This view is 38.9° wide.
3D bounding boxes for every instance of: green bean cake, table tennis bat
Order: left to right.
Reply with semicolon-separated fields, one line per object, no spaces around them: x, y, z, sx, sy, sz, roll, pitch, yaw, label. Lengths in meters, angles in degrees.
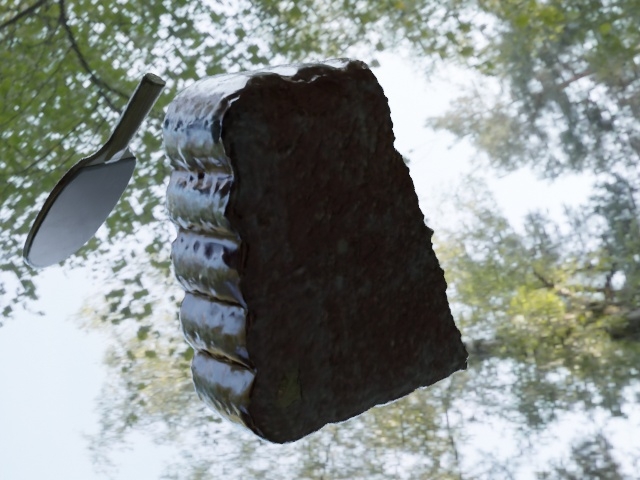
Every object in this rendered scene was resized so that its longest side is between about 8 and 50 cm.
-0.229;-0.066;0.939;0.022;0.246;0.138;39;-158;9;table tennis bat
0.000;0.000;0.589;0.198;0.097;0.233;-19;-72;-36;green bean cake
